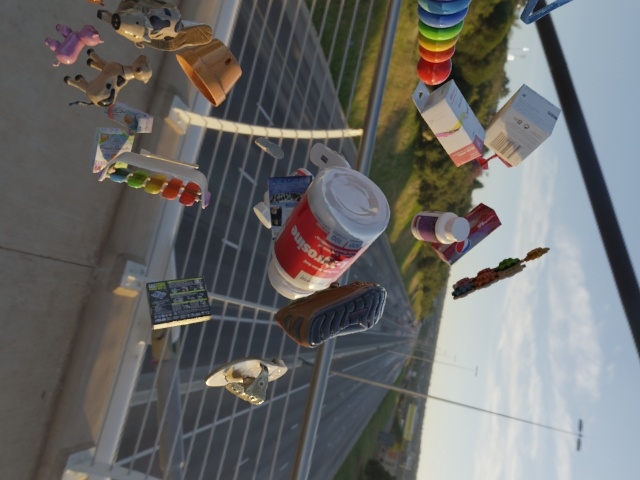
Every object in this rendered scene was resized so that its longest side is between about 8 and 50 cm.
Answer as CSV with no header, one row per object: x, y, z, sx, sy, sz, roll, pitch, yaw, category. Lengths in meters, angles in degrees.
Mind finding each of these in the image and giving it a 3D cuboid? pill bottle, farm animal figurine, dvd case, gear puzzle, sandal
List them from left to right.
-0.431,-0.479,0.978,0.326,0.172,0.330,-55,175,-42,farm animal figurine
-0.130,0.299,0.900,0.088,0.079,0.240,-43,153,13,sandal
-0.168,-0.205,2.140,0.318,0.176,0.176,-38,150,-15,pill bottle
-0.113,-0.129,1.715,0.022,0.180,0.253,-49,137,-77,dvd case
0.000,0.000,1.243,0.407,0.229,0.229,-52,-172,44,pill bottle
0.413,-0.045,1.485,0.193,0.108,0.108,13,-87,63,pill bottle
0.590,0.097,1.435,0.044,0.339,0.175,62,22,3,gear puzzle

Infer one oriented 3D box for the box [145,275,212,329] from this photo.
-0.669,0.290,2.041,0.060,0.270,0.216,-55,-131,50,box

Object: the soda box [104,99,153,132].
-0.663,-0.430,1.488,0.063,0.183,0.058,-24,136,-56,soda box

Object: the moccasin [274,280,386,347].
0.043,0.178,1.123,0.380,0.147,0.139,-15,116,-47,moccasin

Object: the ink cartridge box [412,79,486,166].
0.299,-0.286,0.992,0.198,0.067,0.115,48,42,-19,ink cartridge box

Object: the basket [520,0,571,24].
0.663,-0.716,1.095,0.255,0.201,0.289,-32,158,-11,basket

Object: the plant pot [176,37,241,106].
-0.524,-0.834,2.092,0.203,0.291,0.291,-42,156,-7,plant pot

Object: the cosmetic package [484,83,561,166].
0.631,-0.364,1.363,0.183,0.151,0.151,-50,176,-38,cosmetic package

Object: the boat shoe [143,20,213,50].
-0.567,-0.807,1.682,0.277,0.096,0.098,-18,136,-31,boat shoe

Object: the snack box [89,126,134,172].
-0.630,-0.271,1.301,0.100,0.037,0.141,-11,142,-47,snack box

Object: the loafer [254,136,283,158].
-0.191,-0.348,1.615,0.125,0.039,0.045,31,82,-40,loafer

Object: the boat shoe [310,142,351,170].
0.063,-0.274,1.630,0.102,0.301,0.108,14,113,-35,boat shoe

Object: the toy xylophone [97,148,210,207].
-0.484,-0.197,1.318,0.236,0.323,0.081,-94,-157,-70,toy xylophone

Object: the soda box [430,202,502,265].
0.571,-0.025,1.691,0.092,0.263,0.083,49,3,-30,soda box

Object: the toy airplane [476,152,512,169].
0.636,-0.306,1.568,0.028,0.151,0.151,-86,176,-54,toy airplane

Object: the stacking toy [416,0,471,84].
0.283,-0.518,1.032,0.330,0.141,0.141,79,26,-62,stacking toy
